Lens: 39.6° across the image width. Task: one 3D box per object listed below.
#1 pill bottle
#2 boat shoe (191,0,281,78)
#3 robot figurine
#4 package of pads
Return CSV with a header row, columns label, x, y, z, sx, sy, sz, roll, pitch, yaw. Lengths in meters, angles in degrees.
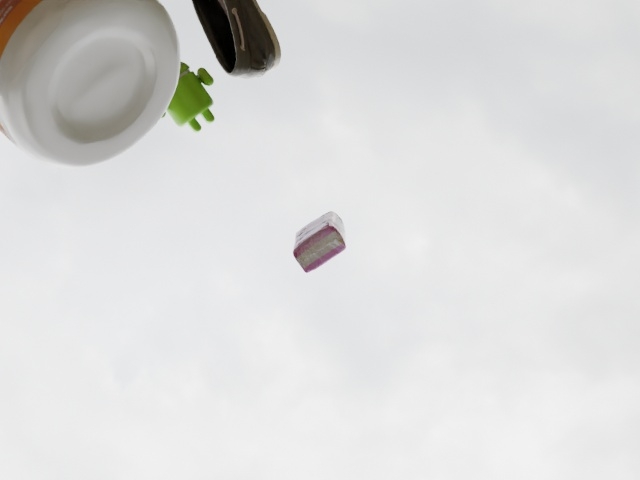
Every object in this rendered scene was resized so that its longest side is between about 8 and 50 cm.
label,x,y,z,sx,sy,sz,roll,pitch,yaw
pill bottle,-0.198,-0.146,0.569,0.121,0.121,0.216,-32,-126,-29
boat shoe,-0.182,-0.427,1.514,0.095,0.112,0.335,-24,-98,-38
robot figurine,-0.205,-0.216,1.319,0.101,0.067,0.115,-35,-81,-4
package of pads,0.000,0.000,0.883,0.050,0.083,0.032,-31,-79,8
